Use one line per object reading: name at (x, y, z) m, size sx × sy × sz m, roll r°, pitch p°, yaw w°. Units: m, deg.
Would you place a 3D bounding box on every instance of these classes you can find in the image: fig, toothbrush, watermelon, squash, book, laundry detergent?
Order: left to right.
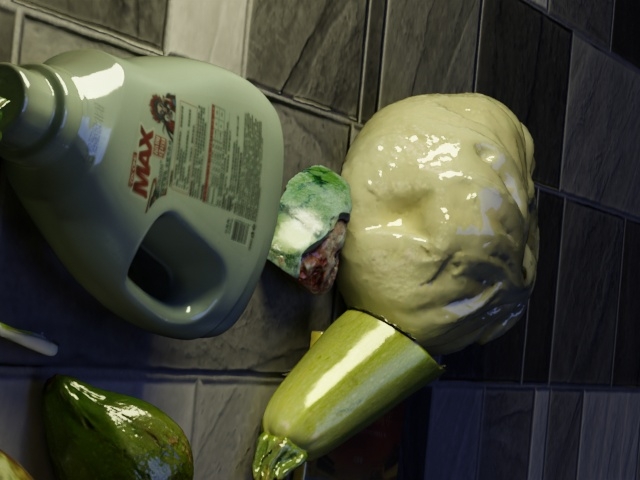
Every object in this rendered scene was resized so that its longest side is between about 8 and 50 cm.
toothbrush at (-0.266, 0.066, 1.522) m, size 0.026 × 0.022 × 0.263 m, roll -56°, pitch 163°, yaw -3°
fig at (-0.194, 0.180, 1.656) m, size 0.156 × 0.123 × 0.123 m, roll 59°, pitch 34°, yaw -8°
laundry detergent at (-0.177, -0.059, 1.637) m, size 0.398 × 0.125 × 0.264 m, roll 23°, pitch 74°, yaw -62°
watermelon at (0.000, 0.000, 2.088) m, size 0.187 × 0.071 × 0.139 m, roll -56°, pitch 146°, yaw -47°
squash at (0.003, 0.170, 2.066) m, size 0.287 × 0.137 × 0.137 m, roll -32°, pitch 125°, yaw -35°
book at (0.027, 0.311, 2.236) m, size 0.262 × 0.028 × 0.374 m, roll 22°, pitch 74°, yaw -61°

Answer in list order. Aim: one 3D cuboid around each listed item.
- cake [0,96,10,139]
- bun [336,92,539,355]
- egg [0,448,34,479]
cake at (-0.322, -0.012, 1.444) m, size 0.100 × 0.099 × 0.235 m, roll -47°, pitch 156°, yaw -54°
bun at (0.167, -0.018, 2.265) m, size 0.360 × 0.211 × 0.359 m, roll 3°, pitch 90°, yaw -66°
egg at (-0.297, 0.237, 1.278) m, size 0.289 × 0.238 × 0.238 m, roll 14°, pitch 81°, yaw -51°
